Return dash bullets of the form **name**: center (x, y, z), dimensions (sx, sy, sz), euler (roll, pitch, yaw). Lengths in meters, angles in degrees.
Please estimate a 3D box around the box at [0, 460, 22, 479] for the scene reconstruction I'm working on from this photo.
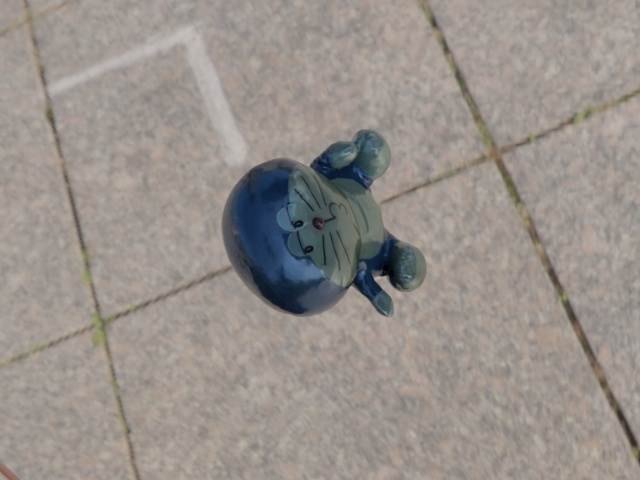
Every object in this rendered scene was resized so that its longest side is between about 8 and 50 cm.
- **box**: center (-0.045, 0.226, 0.523), dimensions (0.214, 0.353, 0.069), euler (25, 63, 43)

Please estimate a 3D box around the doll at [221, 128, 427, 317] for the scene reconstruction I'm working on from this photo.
- **doll**: center (0.000, 0.000, 0.471), dimensions (0.050, 0.083, 0.076), euler (-29, 80, 39)
